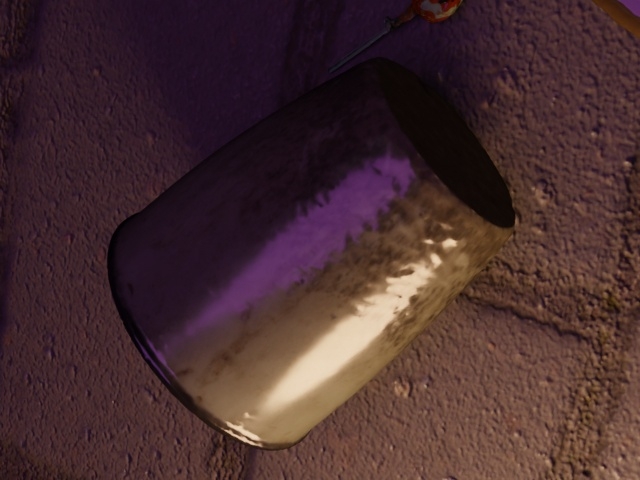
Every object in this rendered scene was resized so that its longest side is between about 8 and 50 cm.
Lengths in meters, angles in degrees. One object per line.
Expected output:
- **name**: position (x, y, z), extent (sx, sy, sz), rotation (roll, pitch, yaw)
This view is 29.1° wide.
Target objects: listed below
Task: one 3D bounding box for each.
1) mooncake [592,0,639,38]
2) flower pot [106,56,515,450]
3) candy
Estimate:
- **mooncake**: position (0.351, -0.295, 1.038), extent (0.284, 0.155, 0.284), rotation (6, 103, 25)
- **flower pot**: position (0.000, 0.000, 1.218), extent (0.330, 0.293, 0.293), rotation (-40, 80, 24)
- **candy**: position (0.072, -0.221, 1.278), extent (0.184, 0.049, 0.055), rotation (-30, 55, 36)
